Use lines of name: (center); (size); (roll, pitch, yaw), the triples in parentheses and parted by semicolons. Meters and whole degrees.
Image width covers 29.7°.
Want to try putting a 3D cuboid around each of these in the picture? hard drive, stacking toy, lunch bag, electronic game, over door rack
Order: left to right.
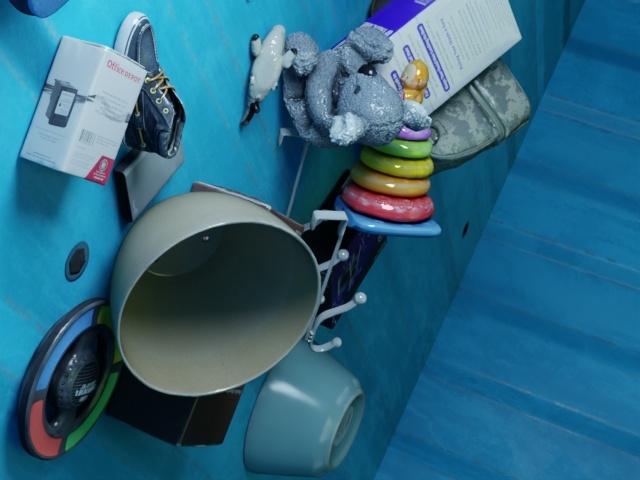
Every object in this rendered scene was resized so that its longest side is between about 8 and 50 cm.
electronic game: (-0.329, 0.185, 1.618); (0.229, 0.048, 0.229); (-56, 158, -37)
hard drive: (-0.232, -0.101, 1.638); (0.135, 0.022, 0.094); (-55, 157, -37)
over door rack: (0.000, 0.000, 2.077); (0.239, 0.108, 0.324); (-113, -161, -44)
stacking toy: (0.135, -0.162, 2.067); (0.175, 0.166, 0.301); (-125, -137, -64)
lunch bag: (0.231, -0.233, 2.394); (0.256, 0.212, 0.305); (-39, -175, -21)

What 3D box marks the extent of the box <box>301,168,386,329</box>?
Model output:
box: (0.039, 0.017, 2.418); (0.261, 0.103, 0.184); (-56, 160, -36)

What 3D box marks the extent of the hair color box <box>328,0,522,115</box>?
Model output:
hair color box: (0.185, -0.347, 2.164); (0.339, 0.110, 0.185); (-40, 128, -15)

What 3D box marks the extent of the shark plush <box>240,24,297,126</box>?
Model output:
shark plush: (-0.082, -0.252, 1.869); (0.067, 0.073, 0.161); (-111, -151, -71)

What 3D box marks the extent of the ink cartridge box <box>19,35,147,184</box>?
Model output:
ink cartridge box: (-0.273, -0.150, 1.403); (0.150, 0.063, 0.109); (-70, 162, 0)

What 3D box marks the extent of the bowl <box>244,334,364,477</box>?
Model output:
bowl: (-0.017, 0.371, 2.526); (0.311, 0.163, 0.311); (-54, 157, -37)

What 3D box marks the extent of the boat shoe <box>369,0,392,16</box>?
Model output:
boat shoe: (0.184, -0.549, 2.247); (0.130, 0.132, 0.355); (47, 66, -41)

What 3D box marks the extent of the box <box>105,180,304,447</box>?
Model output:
box: (-0.171, 0.118, 1.861); (0.191, 0.143, 0.381); (31, 78, -72)

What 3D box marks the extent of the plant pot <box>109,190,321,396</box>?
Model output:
plant pot: (-0.166, 0.044, 1.648); (0.284, 0.191, 0.284); (-15, 128, -19)

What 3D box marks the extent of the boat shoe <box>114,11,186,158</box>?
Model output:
boat shoe: (-0.208, -0.192, 1.512); (0.065, 0.083, 0.183); (-46, 150, -51)

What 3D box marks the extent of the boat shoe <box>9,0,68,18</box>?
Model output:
boat shoe: (-0.259, -0.337, 1.224); (0.109, 0.089, 0.258); (103, 10, -64)

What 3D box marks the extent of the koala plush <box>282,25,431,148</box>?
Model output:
koala plush: (0.062, -0.215, 1.932); (0.196, 0.221, 0.203); (-12, 119, -28)
